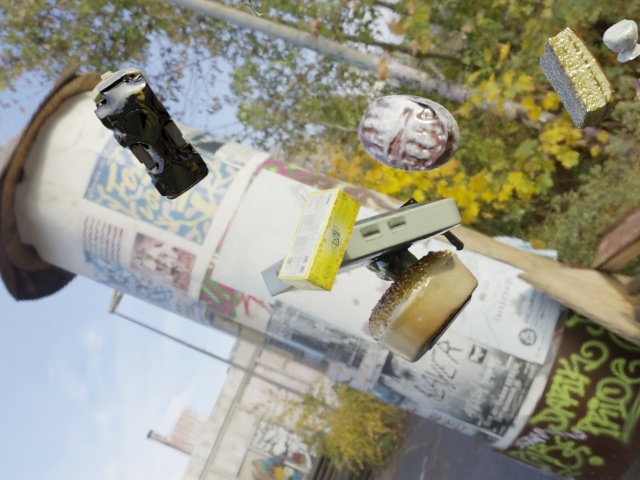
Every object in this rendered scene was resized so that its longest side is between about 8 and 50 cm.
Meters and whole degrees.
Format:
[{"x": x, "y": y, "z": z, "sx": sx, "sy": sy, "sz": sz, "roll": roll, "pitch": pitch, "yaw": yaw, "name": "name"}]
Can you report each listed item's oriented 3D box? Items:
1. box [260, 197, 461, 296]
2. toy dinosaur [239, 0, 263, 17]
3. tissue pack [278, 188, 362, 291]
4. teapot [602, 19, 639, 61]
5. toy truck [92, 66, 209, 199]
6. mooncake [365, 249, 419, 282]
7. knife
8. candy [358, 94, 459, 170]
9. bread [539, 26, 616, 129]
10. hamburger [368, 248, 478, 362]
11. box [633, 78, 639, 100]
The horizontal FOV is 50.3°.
[{"x": 0.081, "y": 0.014, "z": 1.538, "sx": 0.373, "sy": 0.090, "sz": 0.367, "roll": -16, "pitch": -8, "yaw": -28, "name": "box"}, {"x": -0.239, "y": -0.749, "z": 2.094, "sx": 0.037, "sy": 0.180, "sz": 0.058, "roll": -32, "pitch": -23, "yaw": -19, "name": "toy dinosaur"}, {"x": 0.000, "y": 0.000, "z": 1.221, "sx": 0.095, "sy": 0.062, "sz": 0.176, "roll": -4, "pitch": 62, "yaw": 55, "name": "tissue pack"}, {"x": 0.596, "y": -0.393, "z": 1.334, "sx": 0.064, "sy": 0.064, "sz": 0.083, "roll": -15, "pitch": 36, "yaw": 43, "name": "teapot"}, {"x": -0.517, "y": -0.329, "z": 2.046, "sx": 0.180, "sy": 0.254, "sz": 0.405, "roll": -35, "pitch": -51, "yaw": -3, "name": "toy truck"}, {"x": 0.195, "y": 0.052, "z": 1.845, "sx": 0.104, "sy": 0.175, "sz": 0.168, "roll": -63, "pitch": 14, "yaw": -17, "name": "mooncake"}, {"x": 0.327, "y": -0.035, "z": 2.011, "sx": 0.072, "sy": 0.245, "sz": 0.019, "roll": -40, "pitch": 25, "yaw": 25, "name": "knife"}, {"x": 0.249, "y": -0.309, "z": 1.965, "sx": 0.157, "sy": 0.289, "sz": 0.214, "roll": -13, "pitch": -61, "yaw": -58, "name": "candy"}, {"x": 0.676, "y": -0.423, "z": 1.784, "sx": 0.110, "sy": 0.234, "sz": 0.184, "roll": -27, "pitch": -12, "yaw": 10, "name": "bread"}, {"x": 0.238, "y": 0.150, "z": 1.626, "sx": 0.302, "sy": 0.170, "sz": 0.302, "roll": -46, "pitch": -16, "yaw": -17, "name": "hamburger"}, {"x": 0.796, "y": -0.315, "z": 1.633, "sx": 0.023, "sy": 0.133, "sz": 0.090, "roll": -29, "pitch": 28, "yaw": 31, "name": "box"}]
